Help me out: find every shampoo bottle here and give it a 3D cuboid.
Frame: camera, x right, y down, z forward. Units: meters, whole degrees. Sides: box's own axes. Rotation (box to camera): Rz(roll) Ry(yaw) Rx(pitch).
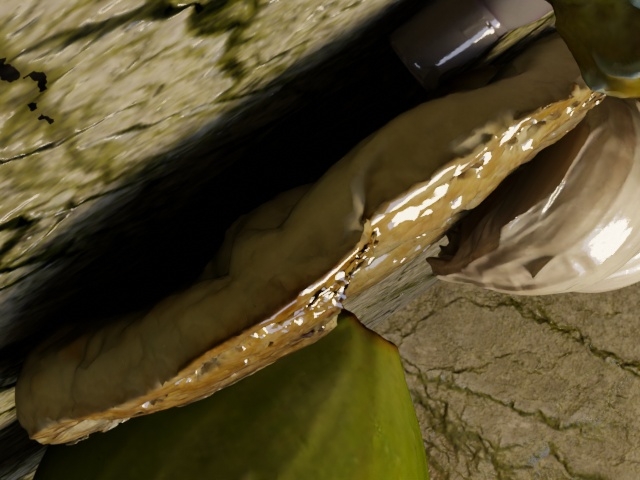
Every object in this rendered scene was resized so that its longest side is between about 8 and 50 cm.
[{"bbox_3d":[0.101,-0.126,0.618,0.165,0.040,0.080,-37,176,11],"label":"shampoo bottle"}]

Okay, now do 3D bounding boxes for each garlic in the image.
[{"bbox_3d":[0.168,-0.026,0.987,0.178,0.143,0.229,-51,-162,14],"label":"garlic"}]

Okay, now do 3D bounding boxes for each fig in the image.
[{"bbox_3d":[-0.048,0.191,1.025,0.316,0.316,0.316,-36,173,-5],"label":"fig"}]

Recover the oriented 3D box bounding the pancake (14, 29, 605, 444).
[{"bbox_3d":[0.000,0.000,0.778,0.387,0.082,0.387,-35,178,-1],"label":"pancake"}]

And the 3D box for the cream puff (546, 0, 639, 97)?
[{"bbox_3d":[0.097,-0.109,0.373,0.121,0.156,0.156,-6,176,8],"label":"cream puff"}]
